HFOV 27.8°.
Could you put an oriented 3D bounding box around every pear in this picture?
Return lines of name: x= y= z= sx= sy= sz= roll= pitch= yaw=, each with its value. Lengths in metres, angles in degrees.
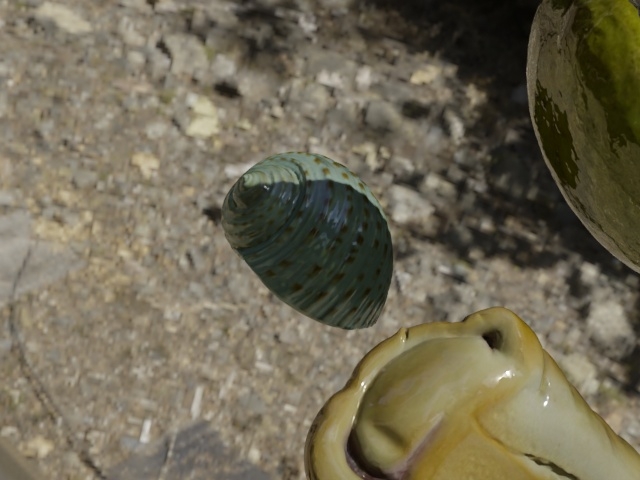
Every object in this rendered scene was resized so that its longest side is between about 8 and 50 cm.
pear: x=0.272 y=-0.096 z=0.913 sx=0.307 sy=0.253 sz=0.253 roll=41 pitch=26 yaw=-29

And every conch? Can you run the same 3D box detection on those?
conch: x=0.003 y=-0.010 z=1.261 sx=0.200 sy=0.131 sz=0.172 roll=19 pitch=16 yaw=-32

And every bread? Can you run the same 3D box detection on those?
bread: x=0.094 y=0.130 z=0.679 sx=0.225 sy=0.134 sz=0.081 roll=45 pitch=-9 yaw=-27

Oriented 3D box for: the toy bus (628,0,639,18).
toy bus: x=0.140 y=-0.121 z=0.471 sx=0.103 sy=0.091 sz=0.182 roll=41 pitch=16 yaw=-17
